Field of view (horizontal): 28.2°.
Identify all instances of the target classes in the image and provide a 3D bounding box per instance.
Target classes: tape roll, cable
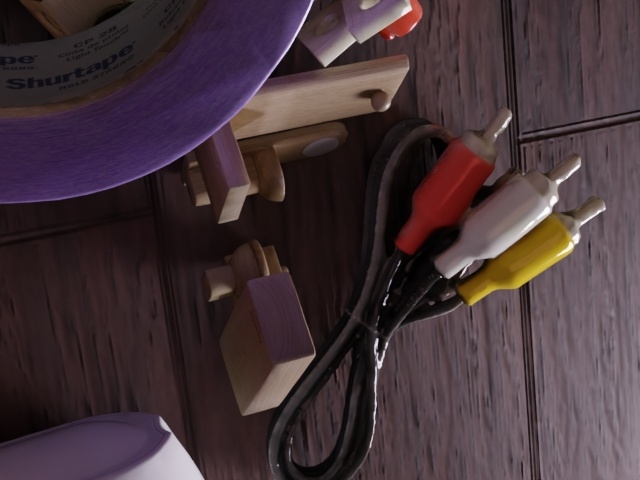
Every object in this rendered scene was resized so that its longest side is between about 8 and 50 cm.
[{"bbox_3d":[-0.135,-0.157,0.544,0.274,0.090,0.275,-6,119,-10],"label":"tape roll"},{"bbox_3d":[0.048,0.038,0.817,0.139,0.072,0.287,40,88,-19],"label":"cable"}]

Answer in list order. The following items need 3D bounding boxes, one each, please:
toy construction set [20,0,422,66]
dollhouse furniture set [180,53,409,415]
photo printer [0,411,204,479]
[{"bbox_3d":[-0.088,-0.204,0.667,0.327,0.151,0.215,45,77,-20],"label":"toy construction set"},{"bbox_3d":[0.000,0.000,0.749,0.123,0.144,0.151,-13,72,-17],"label":"dollhouse furniture set"},{"bbox_3d":[-0.195,0.249,0.761,0.307,0.107,0.256,-16,109,-17],"label":"photo printer"}]
